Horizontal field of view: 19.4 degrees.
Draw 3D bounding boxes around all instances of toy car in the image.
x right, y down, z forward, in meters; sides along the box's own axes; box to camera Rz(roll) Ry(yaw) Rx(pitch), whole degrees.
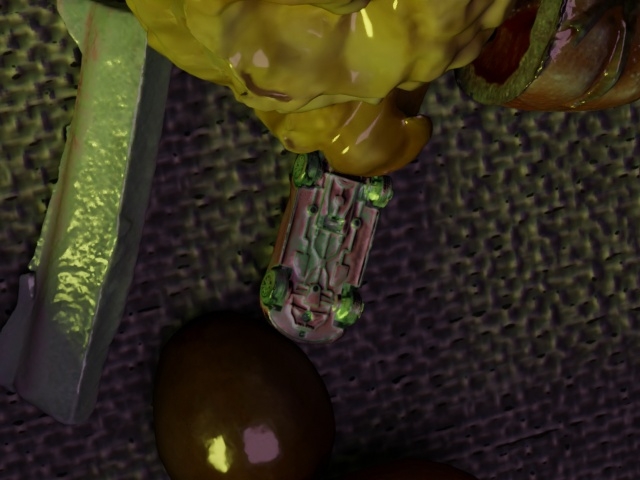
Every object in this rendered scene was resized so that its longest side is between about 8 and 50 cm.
[{"bbox_3d":[0.000,0.000,1.273,0.069,0.055,0.142,16,87,-23],"label":"toy car"}]

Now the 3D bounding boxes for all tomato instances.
[{"bbox_3d":[0.189,-0.180,1.216,0.155,0.181,0.214,9,107,-28],"label":"tomato"}]

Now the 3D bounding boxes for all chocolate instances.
[{"bbox_3d":[-0.058,0.116,1.274,0.133,0.127,0.124,51,56,-12],"label":"chocolate"}]

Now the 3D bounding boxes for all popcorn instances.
[{"bbox_3d":[0.012,-0.186,1.140,0.265,0.225,0.332,-25,135,3],"label":"popcorn"}]

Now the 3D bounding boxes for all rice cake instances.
[{"bbox_3d":[-0.154,-0.023,1.221,0.081,0.051,0.290,15,103,12],"label":"rice cake"}]

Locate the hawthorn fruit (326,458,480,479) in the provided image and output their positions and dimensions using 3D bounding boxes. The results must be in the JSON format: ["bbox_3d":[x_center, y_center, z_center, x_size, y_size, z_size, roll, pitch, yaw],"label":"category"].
[{"bbox_3d":[0.021,0.238,1.283,0.225,0.196,0.196,8,104,-11],"label":"hawthorn fruit"}]
